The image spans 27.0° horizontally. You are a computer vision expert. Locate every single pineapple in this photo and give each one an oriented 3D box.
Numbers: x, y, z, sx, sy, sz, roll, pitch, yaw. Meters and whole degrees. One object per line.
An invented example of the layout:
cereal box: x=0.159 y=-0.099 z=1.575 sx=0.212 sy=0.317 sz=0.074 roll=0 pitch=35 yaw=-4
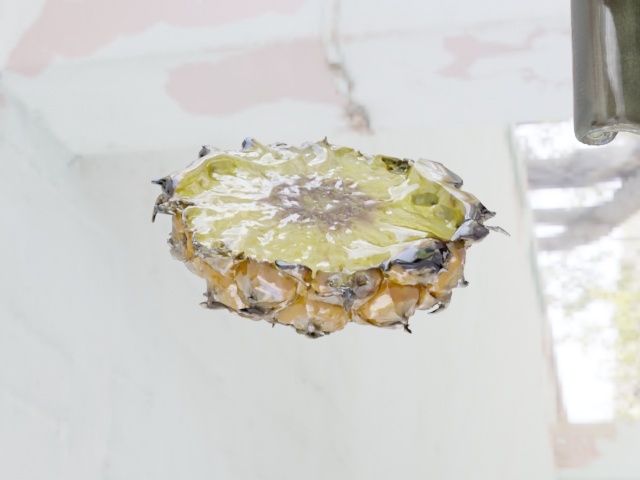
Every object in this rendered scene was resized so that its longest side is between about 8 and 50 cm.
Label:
pineapple: x=0.000 y=0.000 z=0.832 sx=0.225 sy=0.225 sz=0.076 roll=-60 pitch=-24 yaw=-61

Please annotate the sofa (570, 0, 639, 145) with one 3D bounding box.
sofa: x=0.296 y=-0.188 z=1.074 sx=0.258 sy=0.182 sz=0.200 roll=150 pitch=125 yaw=-62
